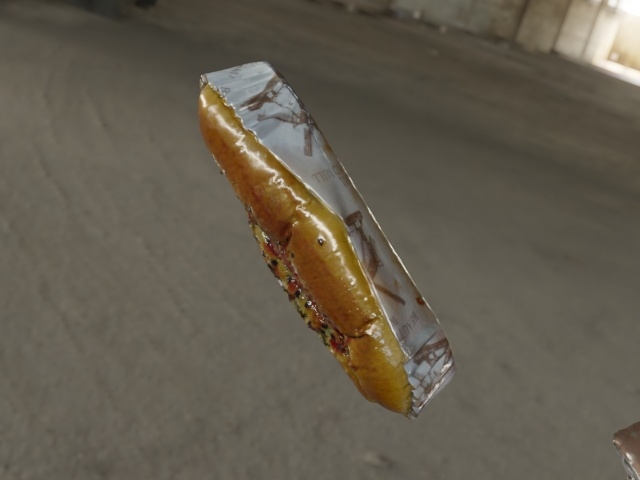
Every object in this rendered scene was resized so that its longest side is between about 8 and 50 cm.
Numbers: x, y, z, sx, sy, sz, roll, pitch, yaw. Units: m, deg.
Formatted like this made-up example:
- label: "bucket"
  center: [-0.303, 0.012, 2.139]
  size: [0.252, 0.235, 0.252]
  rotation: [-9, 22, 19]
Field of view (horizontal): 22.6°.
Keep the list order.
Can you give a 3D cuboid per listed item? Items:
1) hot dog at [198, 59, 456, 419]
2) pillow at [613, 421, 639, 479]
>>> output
- label: "hot dog"
  center: [0.000, 0.000, 1.063]
  size: [0.268, 0.075, 0.144]
  rotation: [59, -5, 3]
- label: "pillow"
  center: [0.405, 0.303, 1.707]
  size: [0.135, 0.049, 0.248]
  rotation: [-11, 62, -48]
